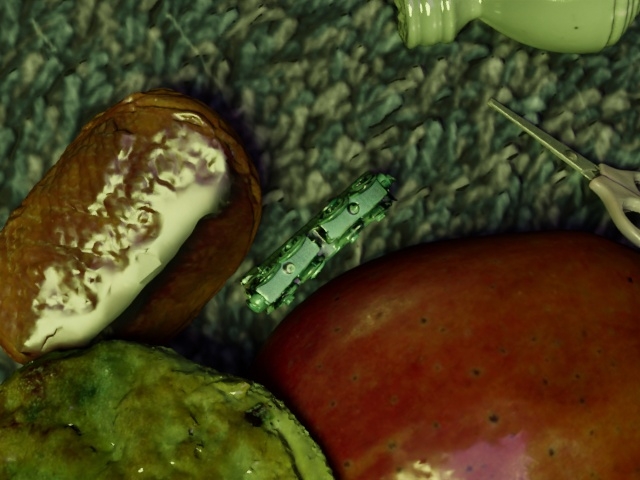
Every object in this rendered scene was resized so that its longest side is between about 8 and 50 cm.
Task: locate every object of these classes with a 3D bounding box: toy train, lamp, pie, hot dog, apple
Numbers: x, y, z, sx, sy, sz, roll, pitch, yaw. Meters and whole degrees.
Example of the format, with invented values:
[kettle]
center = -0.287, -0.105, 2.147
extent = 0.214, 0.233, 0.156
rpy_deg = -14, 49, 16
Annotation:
[toy train]
center = 0.000, 0.000, 0.702
extent = 0.148, 0.071, 0.038
rpy_deg = -41, 94, -3
[lamp]
center = 0.154, -0.189, 0.705
extent = 0.193, 0.106, 0.106
rpy_deg = -8, 93, 4
[pie]
center = -0.126, 0.184, 0.553
extent = 0.277, 0.078, 0.277
rpy_deg = -6, 54, 8
[hot dog]
center = -0.144, -0.001, 0.670
extent = 0.227, 0.099, 0.160
rpy_deg = -44, 96, -2
[apple]
center = 0.135, 0.162, 0.704
extent = 0.365, 0.295, 0.328
rpy_deg = -30, 133, -4

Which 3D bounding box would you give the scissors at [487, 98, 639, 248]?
[scissors]
center = 0.213, -0.059, 0.737
extent = 0.189, 0.100, 0.015
rpy_deg = 35, 130, 6
